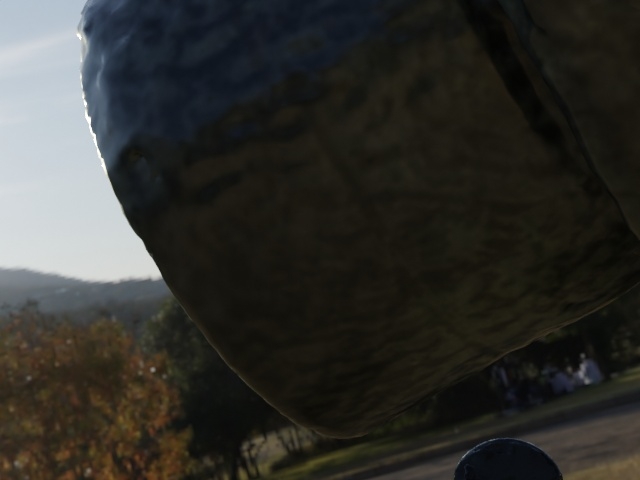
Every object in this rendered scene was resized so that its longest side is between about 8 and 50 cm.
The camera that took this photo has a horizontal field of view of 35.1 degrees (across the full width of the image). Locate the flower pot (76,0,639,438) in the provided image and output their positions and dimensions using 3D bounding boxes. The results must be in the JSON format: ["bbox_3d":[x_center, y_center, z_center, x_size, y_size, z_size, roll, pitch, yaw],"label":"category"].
[{"bbox_3d":[0.088,-0.066,0.440,0.283,0.299,0.299,-32,-11,16],"label":"flower pot"}]

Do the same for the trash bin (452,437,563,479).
[{"bbox_3d":[0.207,0.315,1.136,0.175,0.175,0.161,-14,-44,-6],"label":"trash bin"}]
